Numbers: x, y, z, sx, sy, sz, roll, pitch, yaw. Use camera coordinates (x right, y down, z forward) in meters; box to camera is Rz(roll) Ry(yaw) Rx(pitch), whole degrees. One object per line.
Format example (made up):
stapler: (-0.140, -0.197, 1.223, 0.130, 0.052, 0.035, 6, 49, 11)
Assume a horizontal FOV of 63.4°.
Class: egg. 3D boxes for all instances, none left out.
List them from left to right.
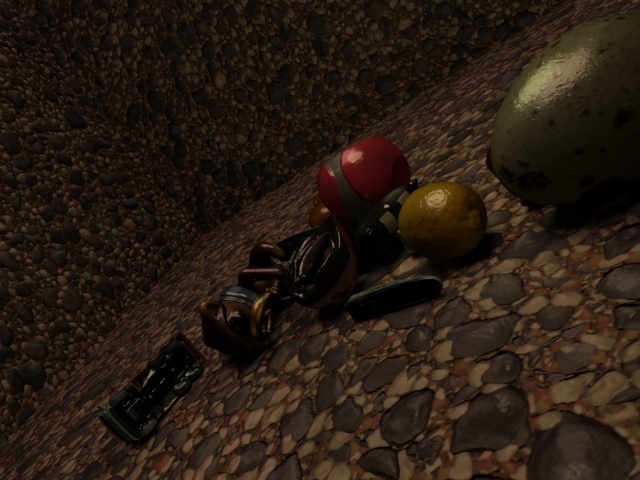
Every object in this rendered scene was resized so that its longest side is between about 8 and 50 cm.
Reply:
egg: (0.482, -0.222, 0.921, 0.379, 0.288, 0.287, -49, 14, 7)

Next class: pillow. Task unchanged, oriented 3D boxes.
pillow: (0.171, -0.042, 1.375, 0.250, 0.106, 0.186, -46, -17, -34)

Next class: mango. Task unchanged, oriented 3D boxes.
mango: (0.029, -0.084, 1.847, 0.152, 0.120, 0.221, -35, 8, -6)

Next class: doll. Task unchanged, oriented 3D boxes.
doll: (-0.177, 0.177, 1.431, 0.339, 0.209, 0.317, -49, -13, -44)

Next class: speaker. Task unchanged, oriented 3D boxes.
speaker: (0.129, -0.187, 1.636, 0.294, 0.294, 0.294, -34, 15, 11)

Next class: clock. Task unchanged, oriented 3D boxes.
clock: (0.000, 0.000, 1.551, 0.281, 0.055, 0.280, -17, -6, -2)

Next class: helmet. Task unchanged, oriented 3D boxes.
helmet: (0.020, 0.071, 1.308, 0.198, 0.154, 0.253, -42, 14, 33)

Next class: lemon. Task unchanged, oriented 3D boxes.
lemon: (0.261, -0.042, 1.105, 0.170, 0.170, 0.207, -45, 19, -29)

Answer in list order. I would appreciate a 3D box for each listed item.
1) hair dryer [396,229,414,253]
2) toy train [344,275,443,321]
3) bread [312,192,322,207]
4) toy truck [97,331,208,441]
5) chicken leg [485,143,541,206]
hair dryer: (0.287, -0.055, 1.318, 0.207, 0.075, 0.237, -29, 7, 4)
toy train: (0.157, 0.114, 1.085, 0.234, 0.052, 0.051, -25, 14, 37)
bread: (0.057, -0.180, 2.095, 0.199, 0.104, 0.199, -36, 16, 12)
toy truck: (-0.474, 0.413, 1.451, 0.162, 0.136, 0.305, -33, 11, 41)
chicken leg: (0.474, -0.189, 1.225, 0.158, 0.095, 0.407, -3, 33, 30)
